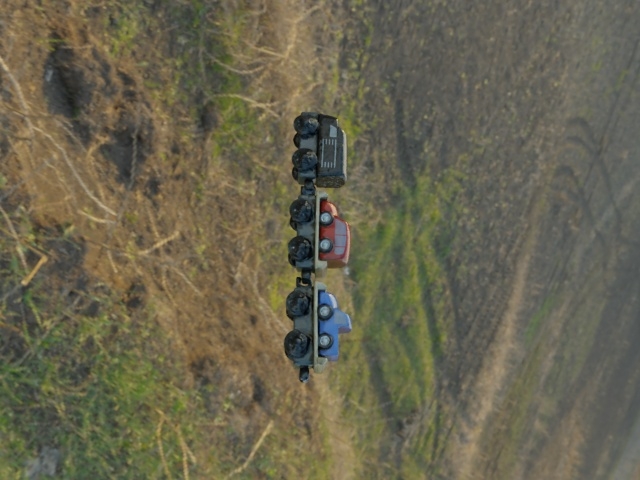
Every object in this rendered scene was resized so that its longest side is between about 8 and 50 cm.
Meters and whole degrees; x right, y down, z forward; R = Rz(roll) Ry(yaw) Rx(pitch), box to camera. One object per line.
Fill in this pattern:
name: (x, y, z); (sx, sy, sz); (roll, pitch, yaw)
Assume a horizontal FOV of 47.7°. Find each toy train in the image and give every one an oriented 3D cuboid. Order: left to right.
toy train: (0.000, 0.000, 0.406); (0.027, 0.036, 0.158); (96, -4, -70)
